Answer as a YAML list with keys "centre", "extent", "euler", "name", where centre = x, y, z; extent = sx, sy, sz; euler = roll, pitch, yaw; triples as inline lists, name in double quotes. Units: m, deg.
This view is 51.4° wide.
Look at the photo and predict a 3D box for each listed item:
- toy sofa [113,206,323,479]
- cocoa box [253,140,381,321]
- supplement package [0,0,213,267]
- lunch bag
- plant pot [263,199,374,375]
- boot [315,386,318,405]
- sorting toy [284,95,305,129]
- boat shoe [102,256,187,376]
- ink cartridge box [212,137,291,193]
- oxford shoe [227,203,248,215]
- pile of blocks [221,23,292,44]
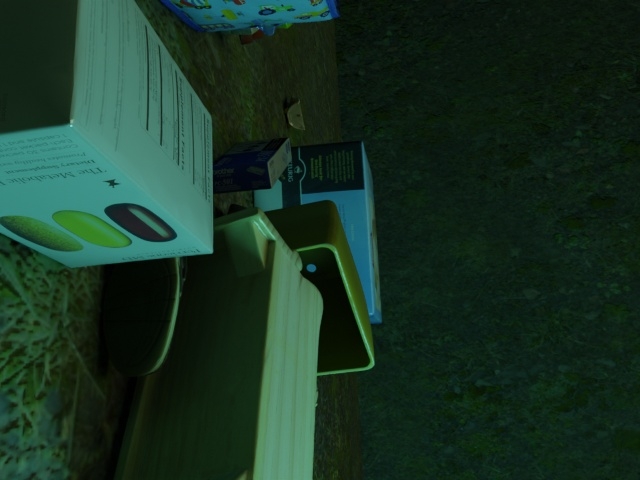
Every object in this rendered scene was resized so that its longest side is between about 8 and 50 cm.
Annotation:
- centre: [-0.103, 0.158, 0.709]
  extent: [0.177, 0.150, 0.363]
  euler: [55, 27, -43]
  name: "toy sofa"
- centre: [0.000, 0.000, 1.365]
  extent: [0.231, 0.227, 0.348]
  euler: [51, 36, -76]
  name: "cocoa box"
- centre: [-0.176, -0.078, 0.482]
  extent: [0.244, 0.138, 0.134]
  euler: [60, 25, -70]
  name: "supplement package"
- centre: [-0.096, -0.356, 0.907]
  extent: [0.293, 0.220, 0.138]
  euler: [50, 36, -76]
  name: "lunch bag"
- centre: [-0.041, 0.057, 0.967]
  extent: [0.187, 0.212, 0.212]
  euler: [-76, 151, -56]
  name: "plant pot"
- centre: [-0.053, 0.334, 1.272]
  extent: [0.203, 0.095, 0.262]
  euler: [63, 14, -69]
  name: "boot"
- centre: [-0.070, -0.340, 1.744]
  extent: [0.075, 0.044, 0.083]
  euler: [-96, 176, -51]
  name: "sorting toy"
- centre: [-0.170, 0.031, 0.682]
  extent: [0.073, 0.080, 0.224]
  euler: [55, 26, -65]
  name: "boat shoe"
- centre: [-0.112, -0.129, 1.112]
  extent: [0.207, 0.097, 0.046]
  euler: [-73, 157, -70]
  name: "ink cartridge box"
- centre: [-0.122, 0.015, 1.125]
  extent: [0.212, 0.076, 0.076]
  euler: [59, 51, -64]
  name: "oxford shoe"
- centre: [-0.094, -0.453, 1.238]
  extent: [0.362, 0.148, 0.113]
  euler: [-85, 167, -51]
  name: "pile of blocks"
